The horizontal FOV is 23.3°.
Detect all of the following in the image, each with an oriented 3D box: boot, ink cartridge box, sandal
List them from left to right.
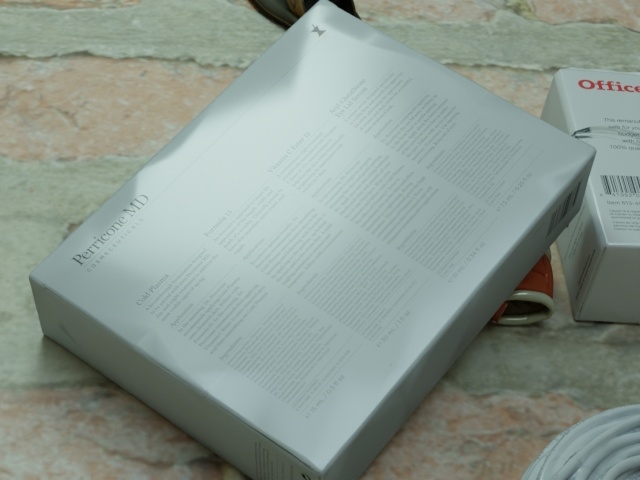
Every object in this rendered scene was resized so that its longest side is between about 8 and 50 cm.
[{"bbox_3d":[-0.006,-0.241,1.578,0.090,0.060,0.219,-14,49,-25],"label":"sandal"},{"bbox_3d":[0.127,0.031,1.329,0.158,0.059,0.085,4,49,-9],"label":"boot"},{"bbox_3d":[0.302,-0.041,1.408,0.172,0.100,0.237,4,45,-9],"label":"ink cartridge box"}]

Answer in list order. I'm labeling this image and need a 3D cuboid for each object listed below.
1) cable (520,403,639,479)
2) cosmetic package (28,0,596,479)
[{"bbox_3d":[0.259,0.236,1.120,0.257,0.089,0.257,26,44,14],"label":"cable"},{"bbox_3d":[0.000,0.000,1.251,0.284,0.097,0.377,33,60,19],"label":"cosmetic package"}]
